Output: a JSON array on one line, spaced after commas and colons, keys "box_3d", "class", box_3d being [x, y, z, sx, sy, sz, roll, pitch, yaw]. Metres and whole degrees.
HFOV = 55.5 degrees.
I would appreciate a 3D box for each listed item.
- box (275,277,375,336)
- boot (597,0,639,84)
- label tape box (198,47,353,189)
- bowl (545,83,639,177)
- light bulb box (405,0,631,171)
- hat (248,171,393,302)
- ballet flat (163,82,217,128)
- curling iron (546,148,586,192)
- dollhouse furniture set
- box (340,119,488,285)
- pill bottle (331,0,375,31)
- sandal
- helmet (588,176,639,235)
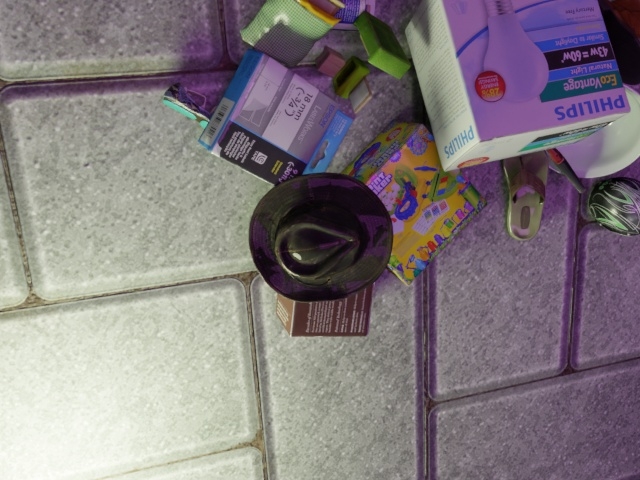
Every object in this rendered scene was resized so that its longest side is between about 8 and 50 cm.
[{"box_3d": [0.009, 0.137, 1.535, 0.203, 0.168, 0.166, 2, 104, -17], "class": "box"}, {"box_3d": [0.789, -0.513, 1.549, 0.281, 0.264, 0.096, -16, 154, -39], "class": "boot"}, {"box_3d": [-0.073, -0.245, 1.400, 0.334, 0.106, 0.240, 26, 96, -34], "class": "label tape box"}, {"box_3d": [0.712, -0.323, 1.616, 0.298, 0.134, 0.297, 13, 135, 13], "class": "bowl"}, {"box_3d": [0.423, -0.382, 1.352, 0.358, 0.225, 0.360, -13, 83, -9], "class": "light bulb box"}, {"box_3d": [0.000, 0.000, 1.337, 0.332, 0.134, 0.331, 0, 96, 0], "class": "hat"}, {"box_3d": [-0.265, -0.293, 1.390, 0.188, 0.070, 0.070, 33, 93, -26], "class": "ballet flat"}, {"box_3d": [0.640, -0.227, 1.618, 0.274, 0.068, 0.035, 52, 42, -23], "class": "curling iron"}, {"box_3d": [0.008, -0.412, 1.319, 0.302, 0.151, 0.197, 17, 134, -36], "class": "dollhouse furniture set"}, {"box_3d": [0.202, -0.100, 1.526, 0.290, 0.177, 0.279, -45, 113, -1], "class": "box"}, {"box_3d": [0.020, -0.536, 1.383, 0.187, 0.112, 0.111, -3, 106, -17], "class": "pill bottle"}, {"box_3d": [0.567, -0.136, 1.661, 0.120, 0.086, 0.302, -5, 110, 12], "class": "sandal"}, {"box_3d": [0.874, -0.099, 1.746, 0.170, 0.161, 0.169, -5, 106, -16], "class": "helmet"}]
